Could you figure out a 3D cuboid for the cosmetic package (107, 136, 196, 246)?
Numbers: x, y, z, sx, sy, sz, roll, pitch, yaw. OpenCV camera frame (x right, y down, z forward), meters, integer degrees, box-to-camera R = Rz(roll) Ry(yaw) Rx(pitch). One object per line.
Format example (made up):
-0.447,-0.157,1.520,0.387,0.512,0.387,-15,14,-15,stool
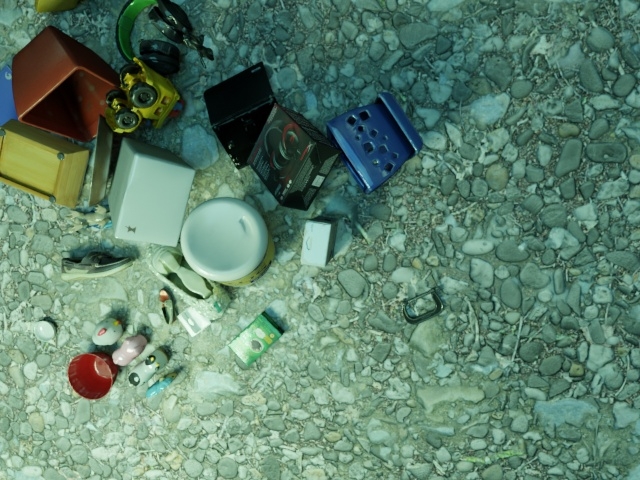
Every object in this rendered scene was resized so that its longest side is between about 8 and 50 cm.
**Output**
-0.528,-0.165,1.254,0.162,0.453,0.229,12,102,-32,cosmetic package

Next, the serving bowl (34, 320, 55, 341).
-1.068,0.350,1.610,0.084,0.027,0.083,1,97,9,serving bowl

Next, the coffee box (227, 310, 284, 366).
-0.233,0.354,1.487,0.113,0.040,0.184,45,101,1,coffee box

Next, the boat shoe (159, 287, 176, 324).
-0.566,0.243,1.518,0.049,0.043,0.136,-12,94,11,boat shoe

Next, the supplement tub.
-0.268,0.018,1.275,0.241,0.331,0.240,0,80,-1,supplement tub

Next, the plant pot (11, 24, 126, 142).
-0.828,-0.522,1.356,0.267,0.267,0.235,-34,81,11,plant pot

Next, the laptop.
-0.240,-0.418,1.400,0.235,0.136,0.264,-23,119,11,laptop

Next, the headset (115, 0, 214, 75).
-0.511,-0.654,1.319,0.395,0.185,0.243,26,101,15,headset

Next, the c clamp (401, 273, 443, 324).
0.342,0.208,1.400,0.161,0.022,0.137,-32,97,9,c clamp

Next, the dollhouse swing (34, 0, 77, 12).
-0.817,-0.993,1.381,0.315,0.305,0.346,-9,99,51,dollhouse swing

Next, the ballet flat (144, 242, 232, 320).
-0.456,0.102,1.379,0.409,0.147,0.146,34,101,23,ballet flat

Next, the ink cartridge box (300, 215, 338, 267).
0.000,0.000,1.331,0.082,0.191,0.139,9,99,7,ink cartridge box

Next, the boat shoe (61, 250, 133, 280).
-0.825,0.085,1.505,0.286,0.103,0.092,-9,101,15,boat shoe

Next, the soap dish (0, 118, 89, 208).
-0.991,-0.266,1.455,0.291,0.118,0.228,22,105,-2,soap dish

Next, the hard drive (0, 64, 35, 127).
-1.166,-0.449,1.511,0.319,0.040,0.210,-39,91,11,hard drive

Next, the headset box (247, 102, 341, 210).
-0.098,-0.264,1.273,0.218,0.110,0.293,-58,48,24,headset box

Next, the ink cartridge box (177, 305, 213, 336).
-0.419,0.263,1.448,0.090,0.143,0.092,-37,91,11,ink cartridge box

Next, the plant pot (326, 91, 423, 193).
0.166,-0.296,1.255,0.212,0.236,0.235,-35,92,4,plant pot

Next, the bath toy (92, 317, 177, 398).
-0.689,0.416,1.517,0.348,0.129,0.151,45,67,-1,bath toy

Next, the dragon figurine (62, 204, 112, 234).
-0.794,-0.082,1.483,0.290,0.144,0.085,-14,97,-8,dragon figurine

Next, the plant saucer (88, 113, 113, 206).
-0.732,-0.261,1.378,0.050,0.311,0.310,7,101,-31,plant saucer

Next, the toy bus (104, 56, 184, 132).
-0.559,-0.441,1.348,0.220,0.212,0.149,-47,60,18,toy bus

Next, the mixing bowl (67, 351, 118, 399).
-0.840,0.494,1.561,0.182,0.098,0.181,1,98,9,mixing bowl
